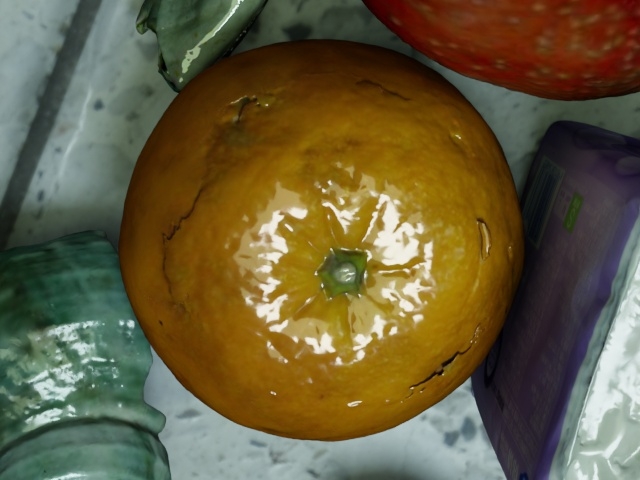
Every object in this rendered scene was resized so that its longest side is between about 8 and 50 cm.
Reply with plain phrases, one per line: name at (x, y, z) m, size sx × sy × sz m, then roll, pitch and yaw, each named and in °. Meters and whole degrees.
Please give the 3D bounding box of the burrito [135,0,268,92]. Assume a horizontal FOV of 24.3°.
burrito at (-0.039, -0.245, 1.076) m, size 0.066 × 0.096 × 0.309 m, roll 22°, pitch 103°, yaw -45°

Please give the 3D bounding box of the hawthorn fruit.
hawthorn fruit at (0.110, -0.231, 0.959) m, size 0.369 × 0.284 × 0.285 m, roll -3°, pitch 102°, yaw -28°

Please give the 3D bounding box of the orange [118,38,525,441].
orange at (0.000, 0.000, 1.047) m, size 0.284 × 0.226 × 0.284 m, roll -1°, pitch 97°, yaw -6°

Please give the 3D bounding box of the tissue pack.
tissue pack at (0.217, 0.063, 1.006) m, size 0.160 × 0.338 × 0.242 m, roll 14°, pitch 101°, yaw -4°

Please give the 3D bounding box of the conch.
conch at (-0.198, 0.141, 1.101) m, size 0.220 × 0.277 × 0.195 m, roll -28°, pitch 142°, yaw 32°
